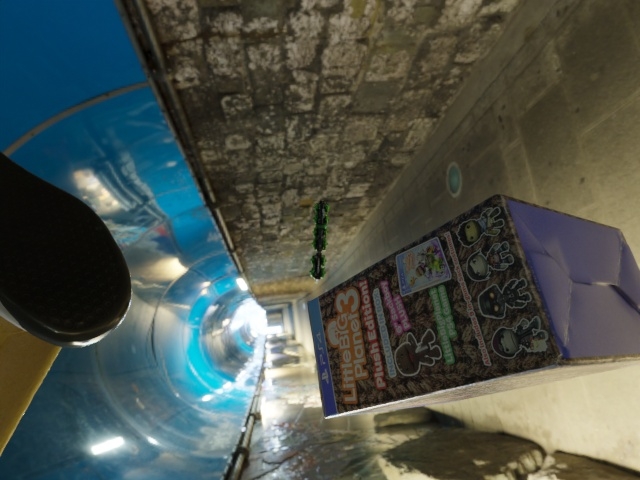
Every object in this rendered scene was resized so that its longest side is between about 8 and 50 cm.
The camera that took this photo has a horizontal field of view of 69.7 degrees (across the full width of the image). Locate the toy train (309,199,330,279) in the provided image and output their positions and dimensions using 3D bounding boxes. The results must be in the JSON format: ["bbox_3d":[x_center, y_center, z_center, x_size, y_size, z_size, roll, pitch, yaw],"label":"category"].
[{"bbox_3d":[0.000,0.000,0.480,0.024,0.017,0.083,54,-141,-82],"label":"toy train"}]

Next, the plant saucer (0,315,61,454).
[{"bbox_3d":[-0.486,0.132,0.486,0.333,0.080,0.333,55,-153,-36],"label":"plant saucer"}]

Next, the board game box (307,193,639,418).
[{"bbox_3d":[0.165,0.094,0.510,0.291,0.232,0.141,-36,55,46],"label":"board game box"}]

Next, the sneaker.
[{"bbox_3d":[-0.255,0.021,0.386,0.270,0.090,0.145,36,133,17],"label":"sneaker"}]
